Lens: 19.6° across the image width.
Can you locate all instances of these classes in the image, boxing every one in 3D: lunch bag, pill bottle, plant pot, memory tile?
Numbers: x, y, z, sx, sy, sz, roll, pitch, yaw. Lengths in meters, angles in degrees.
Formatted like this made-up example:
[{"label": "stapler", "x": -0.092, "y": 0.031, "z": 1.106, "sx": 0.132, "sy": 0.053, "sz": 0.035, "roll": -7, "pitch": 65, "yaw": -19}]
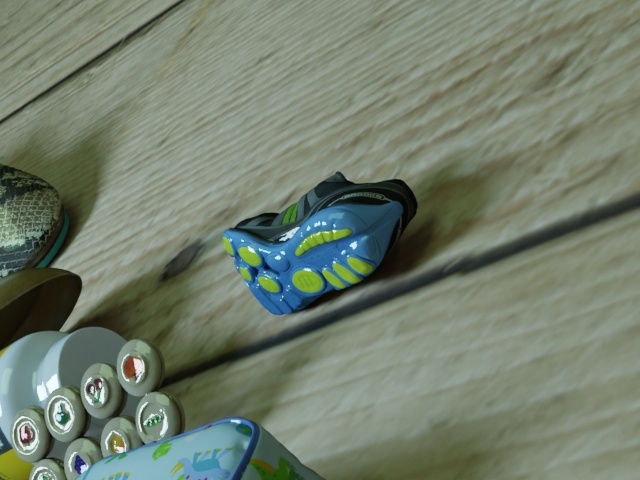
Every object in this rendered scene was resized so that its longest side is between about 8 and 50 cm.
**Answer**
[{"label": "lunch bag", "x": -0.094, "y": 0.198, "z": 1.008, "sx": 0.219, "sy": 0.090, "sz": 0.176, "roll": -23, "pitch": 33, "yaw": 49}, {"label": "pill bottle", "x": -0.206, "y": 0.125, "z": 1.322, "sx": 0.184, "sy": 0.103, "sz": 0.103, "roll": -29, "pitch": 30, "yaw": 43}, {"label": "plant pot", "x": -0.284, "y": 0.101, "z": 1.453, "sx": 0.236, "sy": 0.032, "sz": 0.236, "roll": -44, "pitch": -9, "yaw": -9}, {"label": "memory tile", "x": -0.140, "y": 0.138, "z": 1.197, "sx": 0.148, "sy": 0.012, "sz": 0.113, "roll": -32, "pitch": 72, "yaw": 33}]

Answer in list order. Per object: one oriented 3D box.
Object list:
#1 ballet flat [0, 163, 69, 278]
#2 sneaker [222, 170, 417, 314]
[{"label": "ballet flat", "x": -0.423, "y": -0.024, "z": 1.874, "sx": 0.164, "sy": 0.182, "sz": 0.483, "roll": -57, "pitch": 23, "yaw": -19}, {"label": "sneaker", "x": 0.000, "y": 0.000, "z": 1.201, "sx": 0.078, "sy": 0.067, "sz": 0.188, "roll": -38, "pitch": 11, "yaw": -31}]
